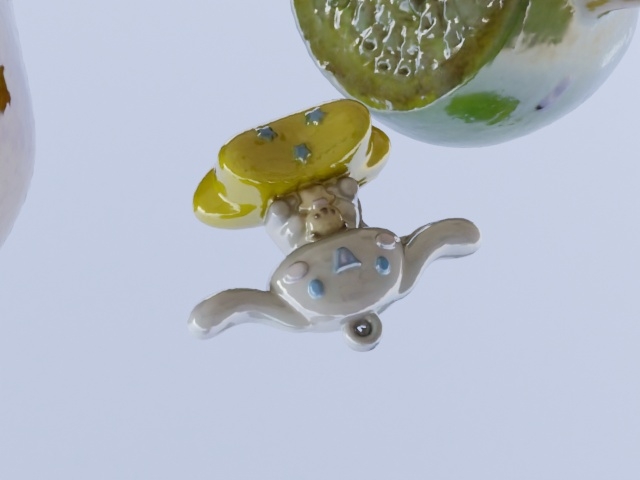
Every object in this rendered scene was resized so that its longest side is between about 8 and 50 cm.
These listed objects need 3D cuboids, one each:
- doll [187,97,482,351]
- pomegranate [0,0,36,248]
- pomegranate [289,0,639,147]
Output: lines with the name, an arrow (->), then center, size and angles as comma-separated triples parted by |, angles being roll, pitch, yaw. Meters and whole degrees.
doll -> -0.007, 0.002, 0.861 | 0.113, 0.071, 0.135 | 44, -112, 10
pomegranate -> -0.338, -0.087, 0.942 | 0.416, 0.417, 0.417 | 10, -130, -12
pomegranate -> 0.111, -0.160, 1.034 | 0.159, 0.241, 0.190 | 6, -129, -44
